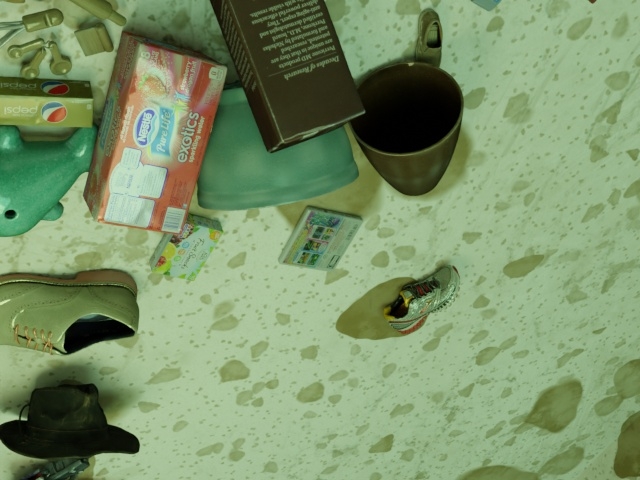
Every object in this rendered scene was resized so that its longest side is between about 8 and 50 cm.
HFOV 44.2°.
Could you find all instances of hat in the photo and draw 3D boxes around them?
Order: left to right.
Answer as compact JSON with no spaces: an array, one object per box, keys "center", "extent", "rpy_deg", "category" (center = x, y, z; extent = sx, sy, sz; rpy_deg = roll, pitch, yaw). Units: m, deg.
[{"center":[-0.545,0.378,1.726],"extent":[0.331,0.331,0.134],"rpy_deg":[10,86,-30],"category":"hat"}]

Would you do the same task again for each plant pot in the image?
[{"center":[-0.090,-0.187,1.385],"extent":[0.293,0.293,0.196],"rpy_deg":[-13,107,-13],"category":"plant pot"},{"center":[0.176,-0.190,1.542],"extent":[0.215,0.215,0.230],"rpy_deg":[-24,149,-2],"category":"plant pot"}]

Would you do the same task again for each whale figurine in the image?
[{"center":[-0.492,-0.104,1.352],"extent":[0.272,0.141,0.216],"rpy_deg":[-22,135,-10],"category":"whale figurine"}]

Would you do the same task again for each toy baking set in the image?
[{"center":[-0.425,-0.325,1.205],"extent":[0.197,0.030,0.256],"rpy_deg":[-34,155,14],"category":"toy baking set"}]

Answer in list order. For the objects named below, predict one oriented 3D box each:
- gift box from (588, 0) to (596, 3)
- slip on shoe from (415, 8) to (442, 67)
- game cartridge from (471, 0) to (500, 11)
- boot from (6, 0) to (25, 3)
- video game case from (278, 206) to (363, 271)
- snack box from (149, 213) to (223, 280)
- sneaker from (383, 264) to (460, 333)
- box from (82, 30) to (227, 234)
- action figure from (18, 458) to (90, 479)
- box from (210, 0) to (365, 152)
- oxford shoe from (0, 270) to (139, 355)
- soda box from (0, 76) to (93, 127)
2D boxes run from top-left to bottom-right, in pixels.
[{"center":[0.395,-0.557,1.263],"extent":[0.255,0.258,0.276],"rpy_deg":[-45,152,15],"category":"gift box"},{"center":[0.210,-0.368,1.491],"extent":[0.051,0.041,0.135],"rpy_deg":[-14,134,-11],"category":"slip on shoe"},{"center":[0.324,-0.470,1.468],"extent":[0.056,0.017,0.083],"rpy_deg":[14,123,-37],"category":"game cartridge"},{"center":[-0.384,-0.457,1.129],"extent":[0.236,0.089,0.269],"rpy_deg":[22,121,-33],"category":"boot"},{"center":[0.000,0.000,1.747],"extent":[0.143,0.019,0.157],"rpy_deg":[10,126,-30],"category":"video game case"},{"center":[-0.277,0.014,1.624],"extent":[0.100,0.037,0.141],"rpy_deg":[14,123,-35],"category":"snack box"},{"center":[0.249,0.142,1.935],"extent":[0.225,0.088,0.093],"rpy_deg":[-44,131,17],"category":"sneaker"},{"center":[-0.284,-0.178,1.320],"extent":[0.154,0.142,0.300],"rpy_deg":[8,108,-30],"category":"box"},{"center":[-0.618,0.639,1.946],"extent":[0.341,0.178,0.330],"rpy_deg":[-35,144,12],"category":"action figure"},{"center":[-0.075,-0.332,1.157],"extent":[0.143,0.191,0.381],"rpy_deg":[-20,96,-9],"category":"box"},{"center":[-0.555,0.156,1.552],"extent":[0.397,0.146,0.140],"rpy_deg":[-10,133,-15],"category":"oxford shoe"},{"center":[-0.472,-0.229,1.303],"extent":[0.181,0.061,0.058],"rpy_deg":[-2,131,-22],"category":"soda box"}]
